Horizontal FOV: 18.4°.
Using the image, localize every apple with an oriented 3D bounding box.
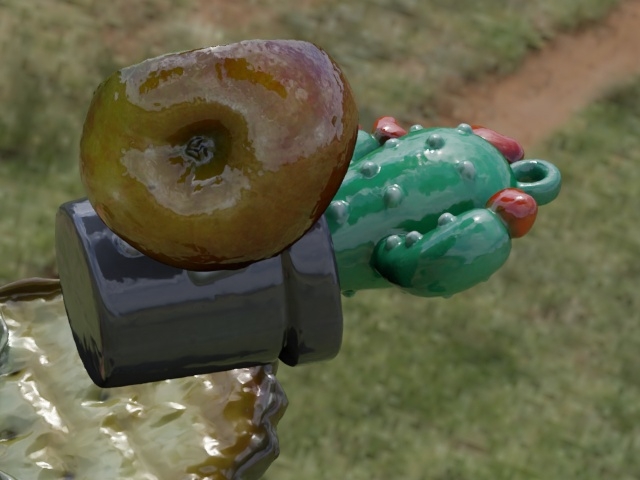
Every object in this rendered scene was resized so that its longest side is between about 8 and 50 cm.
[{"bbox_3d":[-0.068,-0.061,1.368,0.195,0.160,0.173,-9,12,6],"label":"apple"}]

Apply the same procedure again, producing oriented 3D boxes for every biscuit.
[{"bbox_3d":[-0.198,0.177,1.686,0.329,0.078,0.335,15,60,27],"label":"biscuit"}]

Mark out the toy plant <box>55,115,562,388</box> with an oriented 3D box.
[{"bbox_3d":[0.004,0.000,1.546,0.400,0.185,0.279,-14,3,-17],"label":"toy plant"}]
